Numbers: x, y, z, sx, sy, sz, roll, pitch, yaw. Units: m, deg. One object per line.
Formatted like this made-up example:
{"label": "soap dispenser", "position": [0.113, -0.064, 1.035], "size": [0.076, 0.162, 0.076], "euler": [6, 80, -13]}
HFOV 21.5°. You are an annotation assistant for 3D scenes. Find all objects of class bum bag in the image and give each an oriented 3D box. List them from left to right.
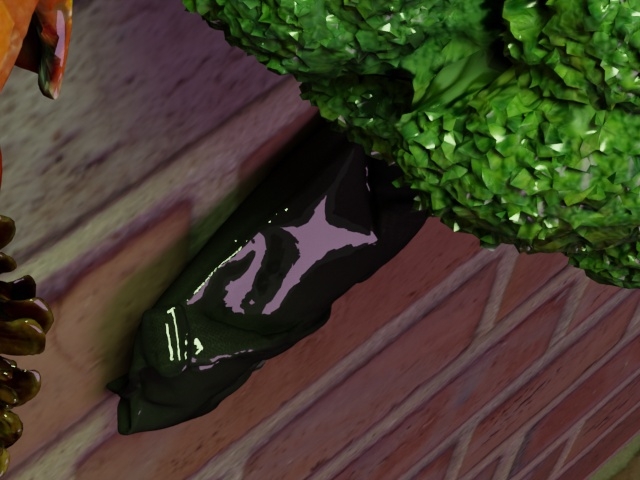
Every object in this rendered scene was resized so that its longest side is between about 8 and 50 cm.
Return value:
{"label": "bum bag", "position": [0.000, 0.000, 0.972], "size": [0.326, 0.079, 0.142], "euler": [-46, 164, -2]}

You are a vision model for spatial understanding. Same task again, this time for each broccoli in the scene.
{"label": "broccoli", "position": [0.141, -0.137, 0.679], "size": [0.413, 0.310, 0.321], "euler": [-11, 154, 6]}

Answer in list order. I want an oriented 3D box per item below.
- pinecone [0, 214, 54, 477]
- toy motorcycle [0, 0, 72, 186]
{"label": "pinecone", "position": [-0.169, 0.047, 0.658], "size": [0.140, 0.121, 0.140], "euler": [-21, 145, -16]}
{"label": "toy motorcycle", "position": [-0.156, -0.015, 0.515], "size": [0.171, 0.089, 0.298], "euler": [3, 104, -68]}
